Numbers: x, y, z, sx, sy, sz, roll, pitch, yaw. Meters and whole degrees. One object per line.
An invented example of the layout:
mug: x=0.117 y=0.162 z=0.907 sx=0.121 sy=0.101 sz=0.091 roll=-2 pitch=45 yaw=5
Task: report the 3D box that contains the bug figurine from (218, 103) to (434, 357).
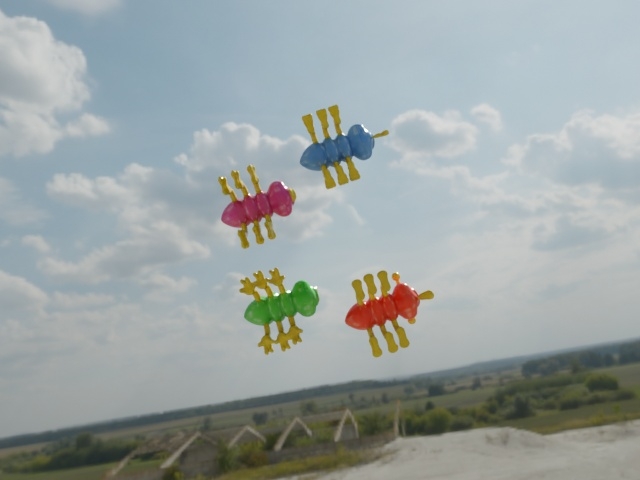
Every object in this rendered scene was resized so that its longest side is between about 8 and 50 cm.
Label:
bug figurine: x=0.000 y=0.000 z=0.717 sx=0.216 sy=0.279 sz=0.072 roll=-15 pitch=-1 yaw=0
